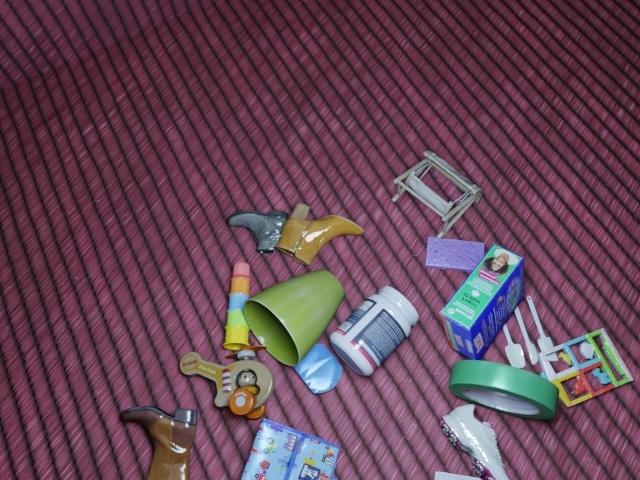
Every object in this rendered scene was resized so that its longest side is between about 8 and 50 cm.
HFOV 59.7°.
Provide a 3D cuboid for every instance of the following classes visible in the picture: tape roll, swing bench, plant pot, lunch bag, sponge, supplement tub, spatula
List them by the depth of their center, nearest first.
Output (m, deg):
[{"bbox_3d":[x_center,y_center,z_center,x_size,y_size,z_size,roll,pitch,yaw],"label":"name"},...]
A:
[{"bbox_3d":[0.563,0.463,1.727,0.321,0.321,0.077,15,68,10],"label":"tape roll"},{"bbox_3d":[-0.088,0.723,1.767,0.293,0.138,0.220,20,66,-1],"label":"lunch bag"},{"bbox_3d":[0.182,0.305,1.893,0.272,0.191,0.191,-42,70,-15],"label":"supplement tub"},{"bbox_3d":[-0.066,0.234,1.927,0.275,0.274,0.294,41,57,19],"label":"plant pot"},{"bbox_3d":[0.710,0.318,1.954,0.168,0.019,0.241,-12,65,-1],"label":"spatula"},{"bbox_3d":[0.500,0.054,2.082,0.210,0.031,0.117,7,66,5],"label":"sponge"},{"bbox_3d":[0.450,-0.193,2.128,0.255,0.165,0.253,-43,69,-16],"label":"swing bench"}]

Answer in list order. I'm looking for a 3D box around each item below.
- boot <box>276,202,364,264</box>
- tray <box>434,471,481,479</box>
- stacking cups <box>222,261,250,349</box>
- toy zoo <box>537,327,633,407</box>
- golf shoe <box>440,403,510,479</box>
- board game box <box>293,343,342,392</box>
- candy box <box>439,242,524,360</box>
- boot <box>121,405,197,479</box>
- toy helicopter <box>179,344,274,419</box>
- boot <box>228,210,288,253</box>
[{"bbox_3d":[-0.001,-0.001,2.100,0.295,0.104,0.211,19,74,0],"label":"boot"},{"bbox_3d":[0.413,0.862,1.709,0.145,0.030,0.270,7,65,6],"label":"tray"},{"bbox_3d":[-0.298,0.228,2.009,0.096,0.096,0.316,-3,65,2],"label":"stacking cups"},{"bbox_3d":[0.869,0.434,1.877,0.293,0.030,0.192,-20,68,-7],"label":"toy zoo"},{"bbox_3d":[0.520,0.655,1.758,0.140,0.115,0.306,-33,69,-15],"label":"golf shoe"},{"bbox_3d":[-0.009,0.443,1.930,0.133,0.033,0.168,-35,73,-18],"label":"board game box"},{"bbox_3d":[0.549,0.215,1.869,0.122,0.268,0.317,28,68,34],"label":"candy box"},{"bbox_3d":[-0.543,0.691,1.830,0.264,0.096,0.280,5,72,-3],"label":"boot"},{"bbox_3d":[-0.317,0.444,1.895,0.355,0.140,0.234,14,71,21],"label":"toy helicopter"},{"bbox_3d":[-0.237,-0.029,2.139,0.247,0.083,0.161,-2,71,4],"label":"boot"}]
